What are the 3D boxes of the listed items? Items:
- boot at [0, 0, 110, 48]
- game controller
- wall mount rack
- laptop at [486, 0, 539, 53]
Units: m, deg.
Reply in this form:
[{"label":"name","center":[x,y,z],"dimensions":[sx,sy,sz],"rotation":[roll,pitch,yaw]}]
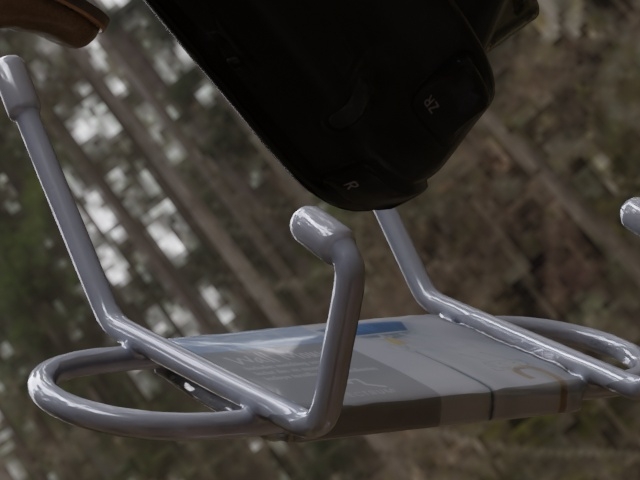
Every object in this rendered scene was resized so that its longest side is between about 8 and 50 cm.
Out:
[{"label":"boot","center":[-0.309,-0.185,1.519],"dimensions":[0.305,0.112,0.115],"rotation":[16,-91,-33]},{"label":"game controller","center":[-0.037,-0.157,0.548],"dimensions":[0.067,0.166,0.319],"rotation":[-15,-49,31]},{"label":"wall mount rack","center":[0.000,0.000,0.962],"dimensions":[0.350,0.304,0.130],"rotation":[-2,-74,-38]},{"label":"laptop","center":[-0.066,-0.277,1.431],"dimensions":[0.236,0.408,0.382],"rotation":[-18,10,29]}]
